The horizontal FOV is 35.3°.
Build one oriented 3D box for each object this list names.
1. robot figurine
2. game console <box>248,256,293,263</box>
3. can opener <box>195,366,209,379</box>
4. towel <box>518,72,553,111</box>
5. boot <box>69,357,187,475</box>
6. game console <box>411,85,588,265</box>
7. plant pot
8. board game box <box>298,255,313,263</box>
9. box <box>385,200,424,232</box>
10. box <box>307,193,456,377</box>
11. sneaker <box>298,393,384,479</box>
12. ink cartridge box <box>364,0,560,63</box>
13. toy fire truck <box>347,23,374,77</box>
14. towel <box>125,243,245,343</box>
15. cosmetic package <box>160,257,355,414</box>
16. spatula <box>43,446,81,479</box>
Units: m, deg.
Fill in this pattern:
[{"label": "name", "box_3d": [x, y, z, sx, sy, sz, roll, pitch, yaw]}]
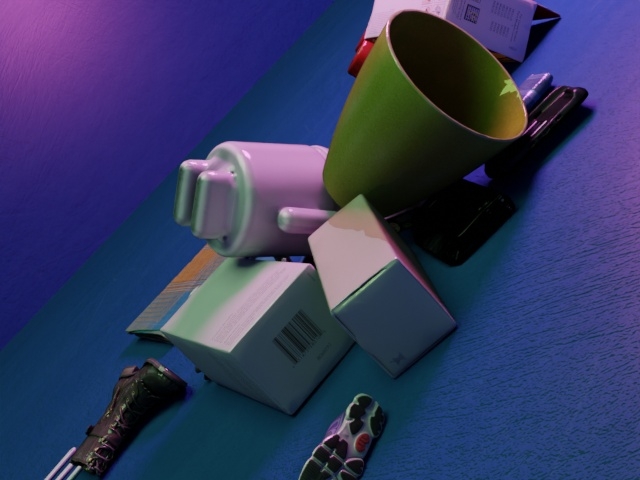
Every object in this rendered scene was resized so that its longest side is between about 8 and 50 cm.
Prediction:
[{"label": "robot figurine", "box_3d": [-0.078, -0.071, 1.775, 0.300, 0.353, 0.200, 37, 120, 51]}, {"label": "game console", "box_3d": [-0.117, 0.072, 1.998, 0.122, 0.107, 0.071, -37, -16, 18]}, {"label": "can opener", "box_3d": [-0.174, 0.179, 1.898, 0.186, 0.059, 0.073, -49, 20, -18]}, {"label": "towel", "box_3d": [0.359, -0.247, 1.779, 0.119, 0.029, 0.067, -46, 18, -12]}, {"label": "boot", "box_3d": [-0.373, 0.349, 1.928, 0.263, 0.091, 0.229, -22, 33, 56]}, {"label": "game console", "box_3d": [0.292, -0.114, 1.603, 0.361, 0.044, 0.213, -45, 19, -1]}, {"label": "plant pot", "box_3d": [0.137, -0.174, 1.641, 0.293, 0.274, 0.275, -48, 12, 38]}, {"label": "board game box", "box_3d": [0.000, 0.000, 1.960, 0.169, 0.033, 0.133, -64, 3, -27]}, {"label": "box", "box_3d": [0.137, -0.058, 1.811, 0.207, 0.036, 0.114, -21, 28, 49]}, {"label": "box", "box_3d": [0.082, 0.058, 1.501, 0.121, 0.148, 0.311, -40, 20, 7]}, {"label": "sneaker", "box_3d": [0.024, 0.276, 1.300, 0.170, 0.068, 0.071, -47, 2, -40]}, {"label": "ink cartridge box", "box_3d": [0.289, -0.440, 2.077, 0.309, 0.271, 0.130, 15, 90, 64]}, {"label": "toy fire truck", "box_3d": [0.131, -0.353, 2.332, 0.254, 0.169, 0.302, -60, 6, 34]}, {"label": "towel", "box_3d": [-0.279, 0.093, 2.348, 0.370, 0.040, 0.271, -49, 20, -22]}, {"label": "cosmetic package", "box_3d": [-0.107, 0.145, 1.684, 0.197, 0.155, 0.365, -48, 18, -16]}, {"label": "spatula", "box_3d": [-0.563, 0.516, 2.029, 0.242, 0.019, 0.168, -51, 19, -22]}]
